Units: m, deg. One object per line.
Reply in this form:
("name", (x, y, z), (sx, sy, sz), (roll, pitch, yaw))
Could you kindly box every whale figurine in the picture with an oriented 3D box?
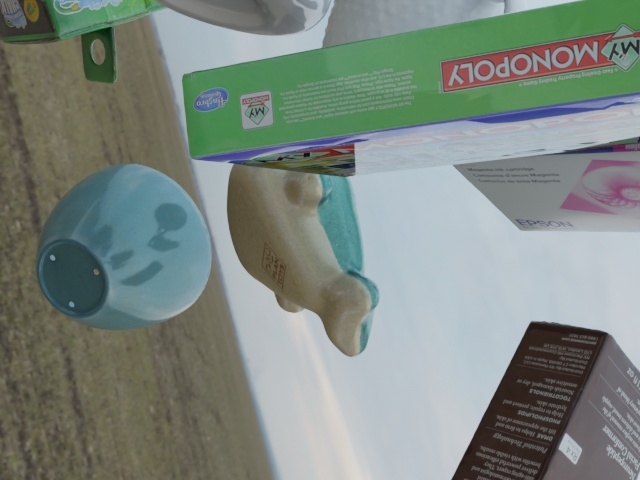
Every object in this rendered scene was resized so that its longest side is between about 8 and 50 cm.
("whale figurine", (0.000, 0.000, 0.920), (0.272, 0.141, 0.216), (50, -35, 36))

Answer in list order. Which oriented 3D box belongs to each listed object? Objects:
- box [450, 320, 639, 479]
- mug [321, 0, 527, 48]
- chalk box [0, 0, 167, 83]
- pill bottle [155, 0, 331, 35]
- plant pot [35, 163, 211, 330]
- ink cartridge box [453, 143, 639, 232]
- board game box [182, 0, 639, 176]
("box", (0.295, 0.316, 1.065), (0.191, 0.381, 0.143), (44, -22, -30))
("mug", (0.172, -0.328, 1.282), (0.374, 0.276, 0.328), (33, -83, 52))
("chalk box", (-0.278, -0.326, 0.917), (0.180, 0.179, 0.288), (17, -52, 49))
("pill bottle", (-0.037, -0.328, 0.587), (0.181, 0.182, 0.322), (167, -60, -83))
("plant pot", (-0.355, 0.034, 1.346), (0.195, 0.290, 0.290), (-42, 120, -64))
("ink cartridge box", (0.348, -0.106, 1.120), (0.324, 0.330, 0.071), (2, -113, 46))
("board game box", (0.119, -0.076, 0.431), (0.213, 0.318, 0.046), (-6, 91, -67))
